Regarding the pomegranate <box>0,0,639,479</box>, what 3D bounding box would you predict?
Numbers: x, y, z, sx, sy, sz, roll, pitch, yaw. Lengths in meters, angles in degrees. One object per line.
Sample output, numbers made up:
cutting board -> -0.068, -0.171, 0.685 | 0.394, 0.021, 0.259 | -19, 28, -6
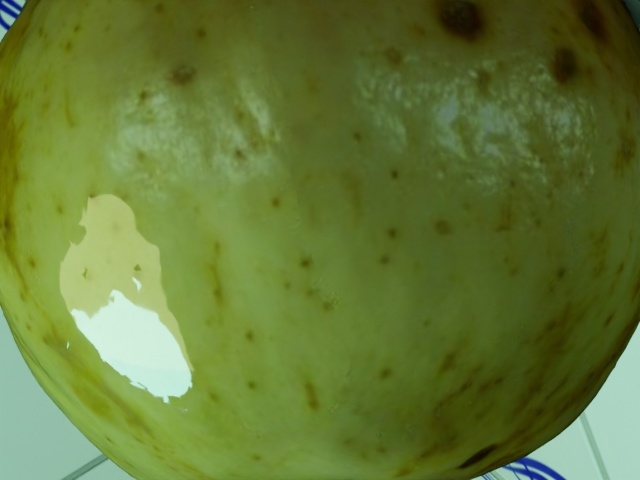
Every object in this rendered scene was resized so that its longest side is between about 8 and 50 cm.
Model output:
pomegranate -> 0.000, 0.000, 0.861 | 0.410, 0.410, 0.410 | 54, 167, 19
